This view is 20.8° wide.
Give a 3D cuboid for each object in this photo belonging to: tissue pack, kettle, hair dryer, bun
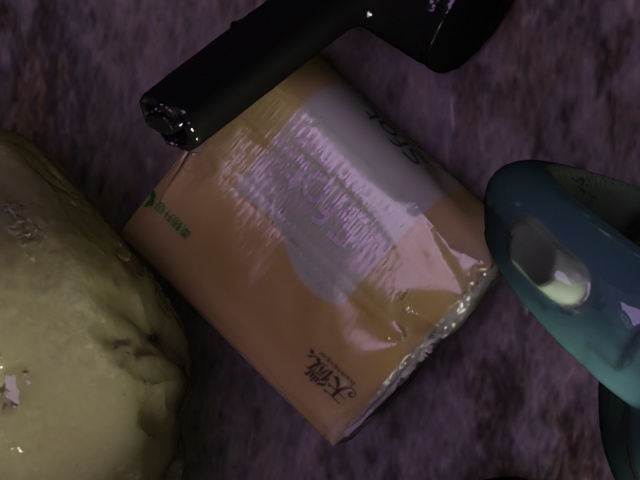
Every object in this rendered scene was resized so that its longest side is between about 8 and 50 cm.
[{"bbox_3d":[0.000,0.000,1.173,0.222,0.090,0.186,46,109,13],"label":"tissue pack"},{"bbox_3d":[0.230,0.061,0.953,0.319,0.342,0.247,36,106,16],"label":"kettle"},{"bbox_3d":[-0.022,-0.146,1.111,0.197,0.251,0.089,35,146,17],"label":"hair dryer"},{"bbox_3d":[-0.222,0.072,1.175,0.362,0.234,0.326,45,146,44],"label":"bun"}]

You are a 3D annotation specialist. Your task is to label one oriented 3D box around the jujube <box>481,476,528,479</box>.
[{"bbox_3d":[0.074,0.252,1.129,0.230,0.155,0.155,-42,78,13],"label":"jujube"}]
